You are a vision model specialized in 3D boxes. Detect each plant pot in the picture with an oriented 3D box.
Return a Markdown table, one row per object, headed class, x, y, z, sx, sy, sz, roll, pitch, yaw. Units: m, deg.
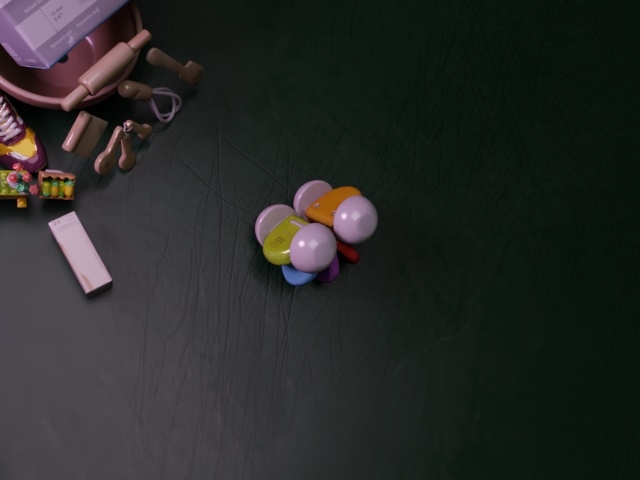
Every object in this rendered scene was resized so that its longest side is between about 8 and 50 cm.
| class | x | y | z | sx | sy | sz | roll | pitch | yaw |
| --- | --- | --- | --- | --- | --- | --- | --- | --- | --- |
| plant pot | -0.387 | -0.293 | 1.097 | 0.237 | 0.110 | 0.237 | 4 | 75 | -16 |

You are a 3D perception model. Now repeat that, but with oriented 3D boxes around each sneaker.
| class | x | y | z | sx | sy | sz | roll | pitch | yaw |
| --- | --- | --- | --- | --- | --- | --- | --- | --- | --- |
| sneaker | -0.466 | -0.175 | 1.058 | 0.185 | 0.084 | 0.069 | 46 | 69 | -2 |

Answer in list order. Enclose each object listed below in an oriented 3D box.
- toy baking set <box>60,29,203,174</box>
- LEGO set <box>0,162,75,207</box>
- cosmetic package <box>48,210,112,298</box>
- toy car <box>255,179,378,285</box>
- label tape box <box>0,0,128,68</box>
| class | x | y | z | sx | sy | sz | roll | pitch | yaw |
| --- | --- | --- | --- | --- | --- | --- | --- | --- | --- |
| toy baking set | -0.273 | -0.206 | 1.074 | 0.030 | 0.197 | 0.256 | 32 | 70 | 18 |
| LEGO set | -0.460 | -0.115 | 0.969 | 0.287 | 0.107 | 0.132 | 35 | 63 | -20 |
| cosmetic package | -0.343 | 0.022 | 1.061 | 0.041 | 0.060 | 0.115 | -28 | 85 | -20 |
| toy car | 0.000 | 0.000 | 1.141 | 0.182 | 0.159 | 0.136 | -34 | 125 | -22 |
| label tape box | -0.379 | -0.430 | 0.923 | 0.249 | 0.115 | 0.348 | -49 | 131 | -21 |
